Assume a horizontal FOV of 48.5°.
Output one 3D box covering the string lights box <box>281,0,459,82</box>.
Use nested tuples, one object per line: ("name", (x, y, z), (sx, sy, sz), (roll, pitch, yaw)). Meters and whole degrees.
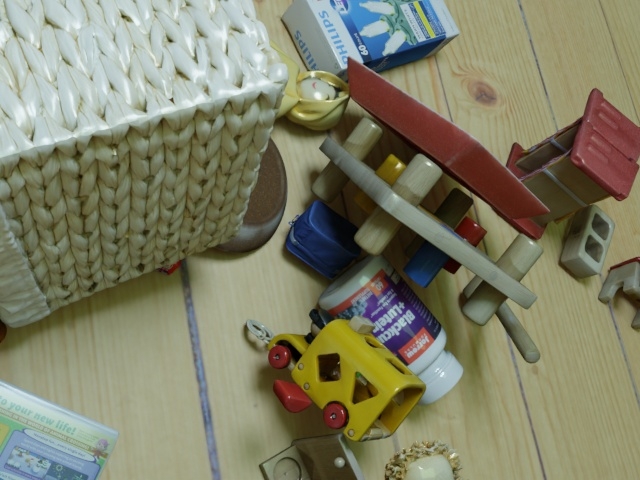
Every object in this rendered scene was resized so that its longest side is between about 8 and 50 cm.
("string lights box", (0.082, -0.335, 1.110), (0.260, 0.077, 0.133), (-26, 88, -33))

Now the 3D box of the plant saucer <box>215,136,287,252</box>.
("plant saucer", (-0.105, -0.084, 0.902), (0.199, 0.036, 0.198), (15, 69, -45))

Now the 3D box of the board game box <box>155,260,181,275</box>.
("board game box", (-0.224, -0.071, 0.862), (0.147, 0.045, 0.193), (19, 64, -23))

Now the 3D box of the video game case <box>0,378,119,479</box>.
("video game case", (-0.337, 0.238, 0.700), (0.212, 0.023, 0.193), (30, 61, -16))

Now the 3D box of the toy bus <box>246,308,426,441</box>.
("toy bus", (0.026, 0.138, 0.829), (0.202, 0.191, 0.104), (33, 100, -15))

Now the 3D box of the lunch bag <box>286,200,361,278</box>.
("lunch bag", (0.000, 0.000, 0.949), (0.098, 0.065, 0.067), (36, 34, -12))

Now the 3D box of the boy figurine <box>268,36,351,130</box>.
("boy figurine", (-0.085, -0.230, 0.958), (0.285, 0.092, 0.177), (28, 38, -21))

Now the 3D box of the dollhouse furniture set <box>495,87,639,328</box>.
("dollhouse furniture set", (0.486, -0.038, 1.156), (0.374, 0.201, 0.152), (37, 59, -12))

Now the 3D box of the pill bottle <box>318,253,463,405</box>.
("pill bottle", (0.096, 0.119, 0.935), (0.193, 0.108, 0.108), (50, 57, -5))

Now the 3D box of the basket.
("basket", (-0.229, -0.145, 0.672), (0.267, 0.331, 0.328), (-18, 71, -22))

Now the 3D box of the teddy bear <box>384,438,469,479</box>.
("teddy bear", (0.080, 0.341, 0.769), (0.245, 0.113, 0.338), (-53, 143, -16))

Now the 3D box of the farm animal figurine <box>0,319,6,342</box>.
("farm animal figurine", (-0.441, 0.104, 0.582), (0.331, 0.172, 0.326), (7, 68, -22))

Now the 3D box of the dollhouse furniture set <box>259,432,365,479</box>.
("dollhouse furniture set", (-0.030, 0.317, 0.784), (0.151, 0.123, 0.144), (-23, 84, -33))

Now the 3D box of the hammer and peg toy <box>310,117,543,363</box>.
("hammer and peg toy", (0.173, -0.002, 0.927), (0.361, 0.266, 0.127), (33, 99, -25))

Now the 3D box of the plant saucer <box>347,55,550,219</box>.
("plant saucer", (0.166, -0.129, 0.981), (0.047, 0.259, 0.258), (-53, 140, 8))
